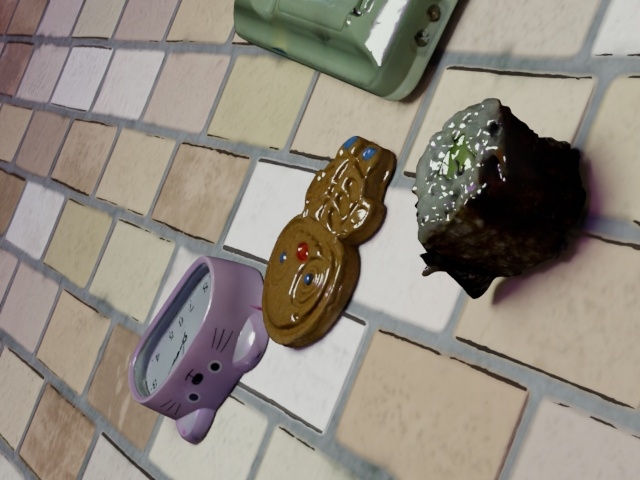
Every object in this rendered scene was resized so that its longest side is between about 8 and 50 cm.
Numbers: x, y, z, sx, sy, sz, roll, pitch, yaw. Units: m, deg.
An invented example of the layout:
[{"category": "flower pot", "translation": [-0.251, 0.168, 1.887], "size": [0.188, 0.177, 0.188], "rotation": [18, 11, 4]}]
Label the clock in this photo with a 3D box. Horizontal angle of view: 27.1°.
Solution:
[{"category": "clock", "translation": [-0.106, 0.092, 1.129], "size": [0.153, 0.050, 0.110], "rotation": [-55, 31, 22]}]

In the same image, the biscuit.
[{"category": "biscuit", "translation": [0.000, 0.000, 1.039], "size": [0.175, 0.026, 0.124], "rotation": [-65, 29, 5]}]

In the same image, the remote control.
[{"category": "remote control", "translation": [0.009, -0.209, 1.137], "size": [0.128, 0.065, 0.335], "rotation": [-66, 28, 6]}]

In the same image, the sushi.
[{"category": "sushi", "translation": [0.104, -0.028, 0.818], "size": [0.098, 0.084, 0.094], "rotation": [-34, 40, 42]}]
